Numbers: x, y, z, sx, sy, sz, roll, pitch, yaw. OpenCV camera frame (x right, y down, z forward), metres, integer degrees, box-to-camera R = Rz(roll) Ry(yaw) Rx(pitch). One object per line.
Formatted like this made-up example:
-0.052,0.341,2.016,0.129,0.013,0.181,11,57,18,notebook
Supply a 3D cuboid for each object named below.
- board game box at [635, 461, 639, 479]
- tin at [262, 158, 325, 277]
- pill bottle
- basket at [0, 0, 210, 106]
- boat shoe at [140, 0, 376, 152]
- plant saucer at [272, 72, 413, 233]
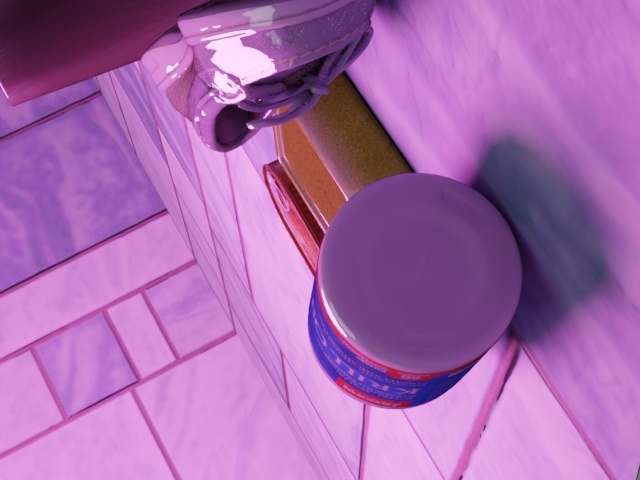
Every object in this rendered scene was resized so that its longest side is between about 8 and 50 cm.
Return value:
0.254,0.246,0.542,0.317,0.046,0.213,56,167,32,board game box
0.000,0.000,1.164,0.190,0.040,0.106,60,165,15,tin
0.054,0.047,0.787,0.124,0.124,0.221,60,169,14,pill bottle
-0.231,-0.238,1.156,0.154,0.226,0.204,59,168,18,basket
-0.037,-0.119,0.784,0.103,0.118,0.320,62,159,-10,boat shoe
0.010,-0.061,0.942,0.188,0.045,0.188,58,168,24,plant saucer
